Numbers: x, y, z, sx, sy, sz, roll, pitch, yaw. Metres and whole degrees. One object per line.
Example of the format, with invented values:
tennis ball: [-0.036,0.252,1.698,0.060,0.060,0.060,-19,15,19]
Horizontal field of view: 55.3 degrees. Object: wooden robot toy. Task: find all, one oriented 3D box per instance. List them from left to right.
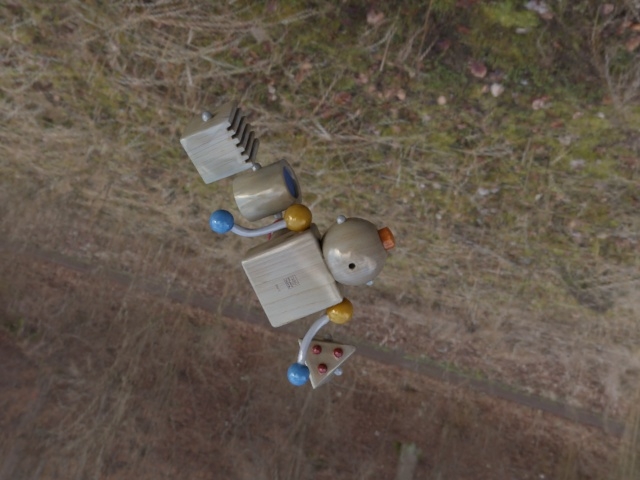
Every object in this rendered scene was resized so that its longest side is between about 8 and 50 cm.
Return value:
wooden robot toy: [0.000,0.000,0.331,0.079,0.173,0.076,-20,-164,16]
